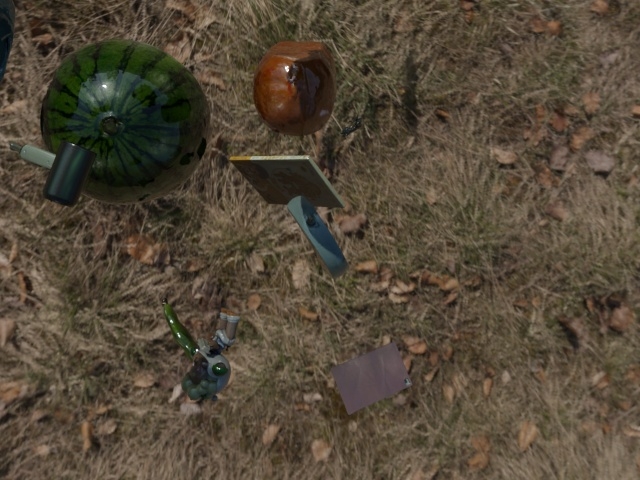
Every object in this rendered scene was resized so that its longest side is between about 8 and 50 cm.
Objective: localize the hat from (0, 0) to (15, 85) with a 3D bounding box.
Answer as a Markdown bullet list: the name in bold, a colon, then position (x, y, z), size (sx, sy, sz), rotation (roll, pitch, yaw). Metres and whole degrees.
- **hat**: position (-0.566, -0.318, 1.008), size (0.077, 0.138, 0.191), rotation (9, 74, 0)

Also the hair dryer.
- **hair dryer**: position (-0.461, -0.129, 1.024), size (0.057, 0.197, 0.101), rotation (26, 87, -60)

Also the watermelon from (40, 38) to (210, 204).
- **watermelon**: position (-0.373, -0.202, 1.176), size (0.330, 0.189, 0.331), rotation (-2, 116, -4)

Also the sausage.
- **sausage**: position (-0.046, -0.281, 1.125), size (0.153, 0.268, 0.141), rotation (0, 115, 1)

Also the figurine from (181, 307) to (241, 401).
- **figurine**: position (-0.225, 0.237, 1.269), size (0.093, 0.147, 0.197), rotation (9, 94, -34)

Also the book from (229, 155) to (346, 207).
- **book**: position (-0.093, -0.164, 1.714), size (0.208, 0.295, 0.020), rotation (50, 58, -41)

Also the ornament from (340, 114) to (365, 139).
- **ornament**: position (0.088, -0.316, 1.719), size (0.073, 0.125, 0.028), rotation (-27, 86, 6)

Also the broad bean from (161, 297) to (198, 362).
- **broad bean**: position (-0.392, 0.286, 1.786), size (0.043, 0.060, 0.297), rotation (-45, 73, 19)

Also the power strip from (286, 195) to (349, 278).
- **power strip**: position (0.000, 0.000, 1.460), size (0.054, 0.167, 0.253), rotation (-34, 141, -6)

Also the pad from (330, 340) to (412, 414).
- **pad**: position (0.120, 0.318, 1.437), size (0.187, 0.006, 0.113), rotation (-17, 81, -28)
